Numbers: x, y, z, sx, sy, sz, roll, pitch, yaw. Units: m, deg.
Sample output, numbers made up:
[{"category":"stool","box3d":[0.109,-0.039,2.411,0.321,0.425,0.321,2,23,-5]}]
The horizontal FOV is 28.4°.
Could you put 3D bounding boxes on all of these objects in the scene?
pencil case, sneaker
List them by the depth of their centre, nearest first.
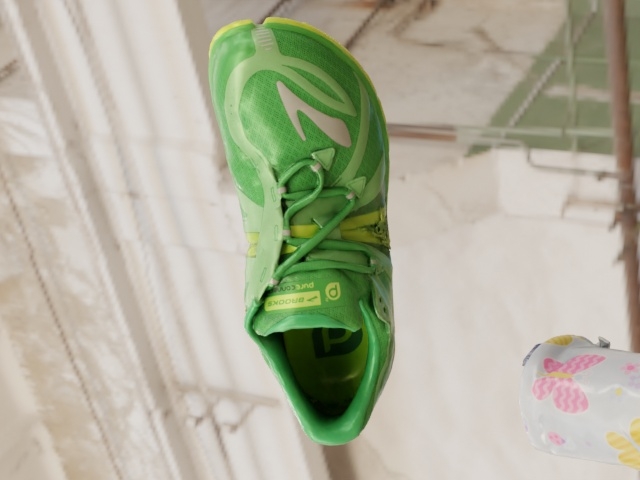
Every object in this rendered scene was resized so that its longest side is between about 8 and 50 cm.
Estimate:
[{"category":"sneaker","box3d":[0.000,0.000,0.805,0.123,0.109,0.295,-89,-14,-64]},{"category":"pencil case","box3d":[0.317,0.154,1.145,0.124,0.273,0.113,-41,-58,-37]}]
